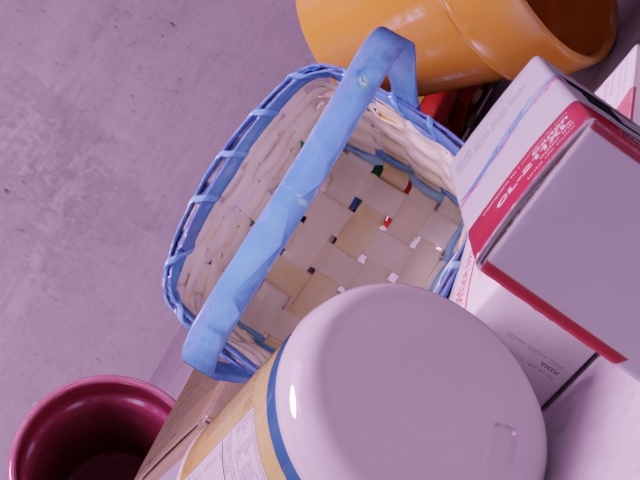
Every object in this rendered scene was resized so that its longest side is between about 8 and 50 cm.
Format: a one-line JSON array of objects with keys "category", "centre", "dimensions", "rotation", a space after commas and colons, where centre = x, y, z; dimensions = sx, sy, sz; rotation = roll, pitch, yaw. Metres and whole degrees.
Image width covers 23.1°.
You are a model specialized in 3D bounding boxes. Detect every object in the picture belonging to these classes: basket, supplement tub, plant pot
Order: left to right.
[{"category": "plant pot", "centre": [-0.224, 0.264, 1.678], "dimensions": [0.201, 0.201, 0.180], "rotation": [-60, -8, -22]}, {"category": "basket", "centre": [0.000, 0.000, 1.120], "dimensions": [0.255, 0.201, 0.289], "rotation": [-57, -9, -7]}, {"category": "supplement tub", "centre": [0.009, 0.128, 0.808], "dimensions": [0.200, 0.144, 0.144], "rotation": [-50, 10, 47]}, {"category": "plant pot", "centre": [0.091, -0.195, 1.180], "dimensions": [0.188, 0.205, 0.205], "rotation": [-21, 27, 33]}]

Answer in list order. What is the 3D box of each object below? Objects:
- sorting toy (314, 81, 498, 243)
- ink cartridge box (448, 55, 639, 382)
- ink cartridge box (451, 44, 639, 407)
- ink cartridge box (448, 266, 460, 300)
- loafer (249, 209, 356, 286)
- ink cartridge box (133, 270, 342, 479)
[{"category": "sorting toy", "centre": [0.089, -0.131, 1.409], "dimensions": [0.255, 0.089, 0.257], "rotation": [-59, -10, -20]}, {"category": "ink cartridge box", "centre": [0.127, -0.005, 0.652], "dimensions": [0.072, 0.127, 0.175], "rotation": [-54, 8, 13]}, {"category": "ink cartridge box", "centre": [0.129, 0.006, 0.835], "dimensions": [0.198, 0.067, 0.115], "rotation": [-52, 9, 34]}, {"category": "ink cartridge box", "centre": [0.121, 0.021, 1.016], "dimensions": [0.145, 0.045, 0.179], "rotation": [-80, 6, -71]}, {"category": "loafer", "centre": [-0.009, -0.018, 1.746], "dimensions": [0.302, 0.109, 0.095], "rotation": [-57, 11, -21]}, {"category": "ink cartridge box", "centre": [-0.077, 0.155, 1.498], "dimensions": [0.235, 0.088, 0.193], "rotation": [-46, 15, 55]}]
